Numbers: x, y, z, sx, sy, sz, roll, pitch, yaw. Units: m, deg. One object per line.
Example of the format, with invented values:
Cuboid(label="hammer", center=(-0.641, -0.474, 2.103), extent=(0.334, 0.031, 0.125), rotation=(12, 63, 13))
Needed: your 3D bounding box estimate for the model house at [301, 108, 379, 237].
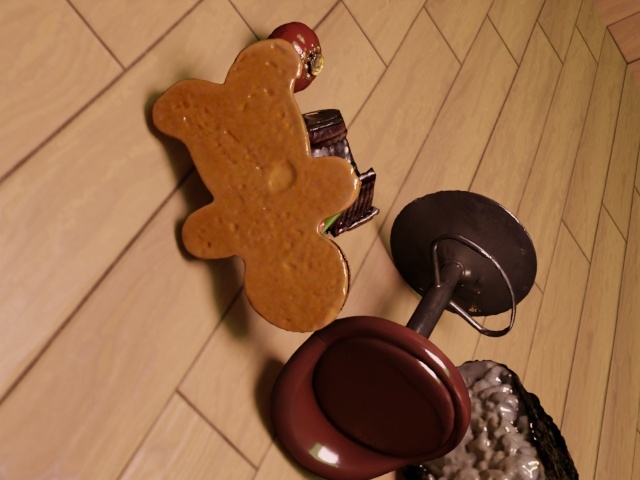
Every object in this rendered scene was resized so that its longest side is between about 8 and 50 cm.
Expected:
Cuboid(label="model house", center=(-0.024, -0.080, 1.019), extent=(0.203, 0.141, 0.164), rotation=(-17, 109, -31))

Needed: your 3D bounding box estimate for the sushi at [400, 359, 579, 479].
Cuboid(label="sushi", center=(0.235, 0.322, 1.013), extent=(0.171, 0.211, 0.350), rotation=(45, 15, -29))

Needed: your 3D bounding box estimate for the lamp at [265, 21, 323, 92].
Cuboid(label="lamp", center=(-0.041, -0.257, 1.080), extent=(0.101, 0.090, 0.101), rotation=(-44, 143, -46))

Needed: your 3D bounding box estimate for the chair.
Cuboid(label="chair", center=(0.122, 0.122, 0.994), extent=(0.226, 0.227, 0.401), rotation=(57, 42, -14))

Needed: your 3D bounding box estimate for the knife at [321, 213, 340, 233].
Cuboid(label="knife", center=(-0.002, -0.002, 0.968), extent=(0.023, 0.166, 0.078), rotation=(41, 35, 14))

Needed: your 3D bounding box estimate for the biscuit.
Cuboid(label="biscuit", center=(-0.065, -0.054, 0.901), extent=(0.339, 0.216, 0.047), rotation=(65, 3, 6))
